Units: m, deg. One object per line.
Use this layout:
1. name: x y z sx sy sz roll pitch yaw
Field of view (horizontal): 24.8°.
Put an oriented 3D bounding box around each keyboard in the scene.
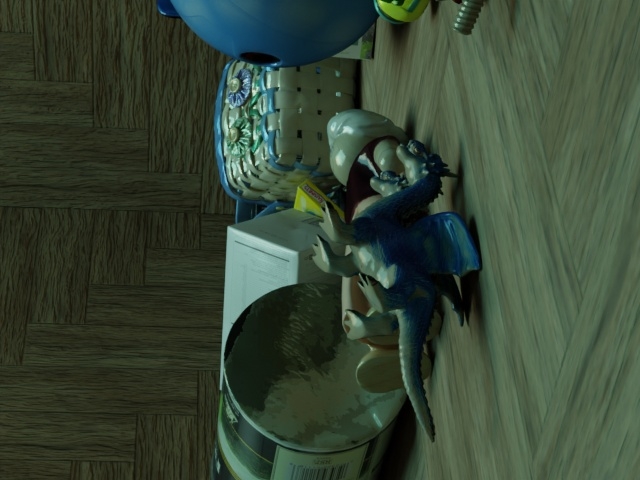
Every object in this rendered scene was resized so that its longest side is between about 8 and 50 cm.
1. keyboard: 0.024 -0.041 2.190 0.108 0.023 0.180 106 166 -67

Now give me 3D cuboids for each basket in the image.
1. basket: -0.062 -0.164 2.139 0.289 0.201 0.255 142 130 -65

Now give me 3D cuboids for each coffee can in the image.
1. coffee can: -0.017 0.203 1.635 0.275 0.201 0.202 101 169 -55

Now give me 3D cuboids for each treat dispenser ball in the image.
1. treat dispenser ball: -0.047 -0.344 1.681 0.288 0.288 0.288 -178 90 -84

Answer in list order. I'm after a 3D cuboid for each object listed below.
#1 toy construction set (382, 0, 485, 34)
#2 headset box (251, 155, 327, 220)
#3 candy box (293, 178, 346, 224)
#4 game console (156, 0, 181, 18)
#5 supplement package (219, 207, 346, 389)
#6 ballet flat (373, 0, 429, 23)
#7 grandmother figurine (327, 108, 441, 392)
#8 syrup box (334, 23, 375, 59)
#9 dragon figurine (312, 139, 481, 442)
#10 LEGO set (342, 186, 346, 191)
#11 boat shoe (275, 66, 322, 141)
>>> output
1. toy construction set: 0.060 -0.347 1.225 0.309 0.257 0.237 -72 4 -72
2. headset box: -0.050 0.018 2.364 0.246 0.131 0.283 116 155 -77
3. candy box: 0.000 0.000 2.088 0.105 0.027 0.206 45 157 16
4. game console: -0.117 -0.394 2.357 0.250 0.293 0.173 116 155 -77
5. supplement package: -0.041 0.099 1.985 0.139 0.133 0.244 20 115 38
6. ballet flat: 0.087 -0.330 1.505 0.077 0.077 0.231 -46 41 49
7. grandmother figurine: 0.057 -0.019 1.507 0.342 0.104 0.208 -99 20 -48
8. syrup box: 0.016 -0.313 2.009 0.237 0.093 0.096 -108 22 -73
9. dragon figurine: 0.086 0.025 1.247 0.085 0.144 0.289 100 151 -45
10. LEGO set: 0.052 -0.045 1.953 0.054 0.023 0.083 97 159 -58
11. boat shoe: -0.040 -0.238 2.453 0.306 0.113 0.105 94 168 -45
